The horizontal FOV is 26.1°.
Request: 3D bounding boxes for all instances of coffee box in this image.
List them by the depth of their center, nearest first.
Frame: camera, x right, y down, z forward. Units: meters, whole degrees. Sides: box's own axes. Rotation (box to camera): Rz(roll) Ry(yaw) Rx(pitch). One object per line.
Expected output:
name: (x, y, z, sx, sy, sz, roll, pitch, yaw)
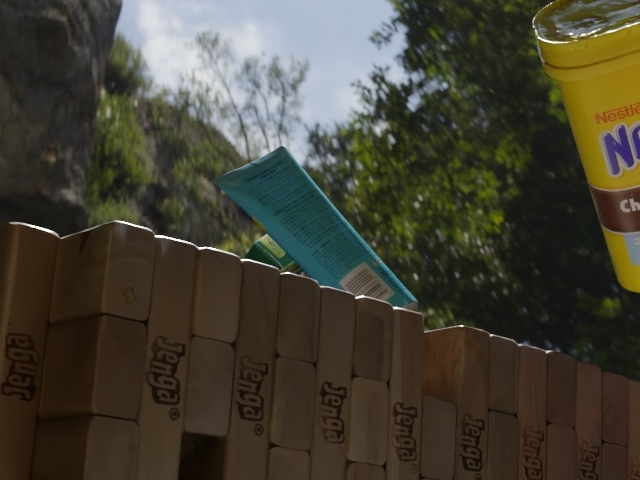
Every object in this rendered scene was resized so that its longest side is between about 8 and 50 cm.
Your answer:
coffee box: (-0.071, 0.058, 1.341, 0.040, 0.113, 0.184, 42, -61, 8)

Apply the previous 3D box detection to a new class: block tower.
block tower: (0.020, 0.079, 0.522, 0.335, 0.091, 0.097, 16, -109, -38)

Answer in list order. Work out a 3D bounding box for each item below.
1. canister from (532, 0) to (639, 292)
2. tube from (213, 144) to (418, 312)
canister: (0.204, -0.064, 0.780, 0.126, 0.073, 0.170, -18, -62, 10)
tube: (0.000, 0.000, 1.213, 0.080, 0.207, 0.052, -28, -24, -35)
